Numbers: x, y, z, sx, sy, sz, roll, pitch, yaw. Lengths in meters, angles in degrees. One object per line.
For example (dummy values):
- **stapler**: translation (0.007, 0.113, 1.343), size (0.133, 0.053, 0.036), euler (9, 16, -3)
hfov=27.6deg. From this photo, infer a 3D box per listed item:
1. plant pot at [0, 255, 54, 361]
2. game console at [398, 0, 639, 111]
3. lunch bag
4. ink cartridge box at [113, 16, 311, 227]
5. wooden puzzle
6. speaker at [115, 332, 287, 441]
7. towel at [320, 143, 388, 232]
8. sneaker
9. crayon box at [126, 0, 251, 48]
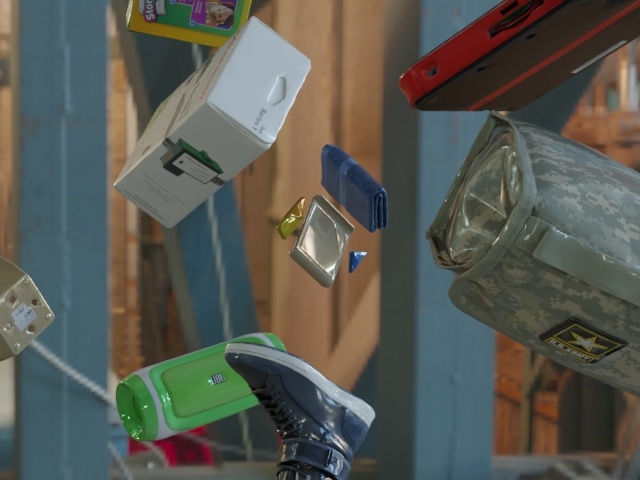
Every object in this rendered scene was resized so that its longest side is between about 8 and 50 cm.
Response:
- **plant pot**: translation (-0.395, 0.087, 1.602), size (0.096, 0.109, 0.109), euler (2, 39, 43)
- **game console**: translation (0.338, -0.301, 1.953), size (0.386, 0.060, 0.342), euler (-31, -15, 39)
- **lunch bag**: translation (0.229, 0.020, 1.094), size (0.235, 0.169, 0.287), euler (26, 10, -6)
- **ink cartridge box**: translation (-0.126, -0.135, 1.513), size (0.092, 0.160, 0.219), euler (37, -42, -17)
- **wooden puzzle**: translation (0.000, 0.000, 1.299), size (0.014, 0.078, 0.116), euler (1, -39, 43)
- **speaker**: translation (-0.201, 0.253, 2.274), size (0.296, 0.131, 0.131), euler (-16, 14, -31)
- **towel**: translation (0.040, -0.064, 1.552), size (0.029, 0.067, 0.119), euler (-20, 41, -23)
- **sneaker**: translation (-0.047, 0.238, 1.648), size (0.226, 0.163, 0.086), euler (33, -26, -18)
- **crayon box**: translation (-0.166, -0.417, 1.823), size (0.165, 0.278, 0.081), euler (10, 23, -14)
